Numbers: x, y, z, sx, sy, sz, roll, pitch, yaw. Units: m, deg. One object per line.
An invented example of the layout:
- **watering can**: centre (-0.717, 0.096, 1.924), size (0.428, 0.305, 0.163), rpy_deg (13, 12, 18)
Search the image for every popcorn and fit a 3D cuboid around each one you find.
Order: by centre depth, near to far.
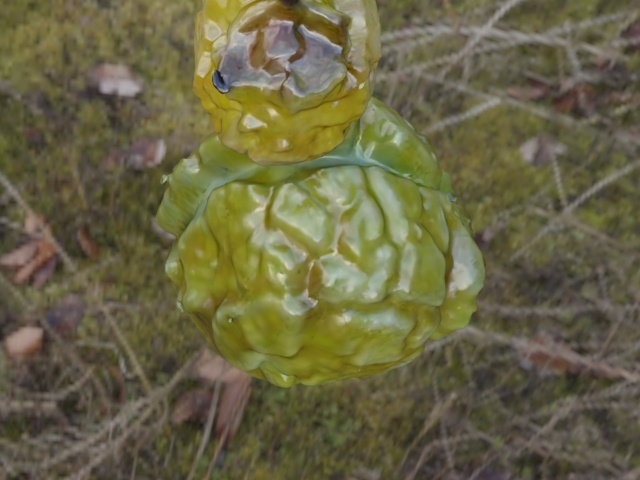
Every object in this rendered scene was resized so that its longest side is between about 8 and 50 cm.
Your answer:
- **popcorn**: centre (-0.025, -0.141, 1.088), size (0.148, 0.152, 0.167), rpy_deg (-13, 84, 10)
- **popcorn**: centre (-0.010, 0.002, 1.287), size (0.282, 0.282, 0.247), rpy_deg (45, 33, 23)
